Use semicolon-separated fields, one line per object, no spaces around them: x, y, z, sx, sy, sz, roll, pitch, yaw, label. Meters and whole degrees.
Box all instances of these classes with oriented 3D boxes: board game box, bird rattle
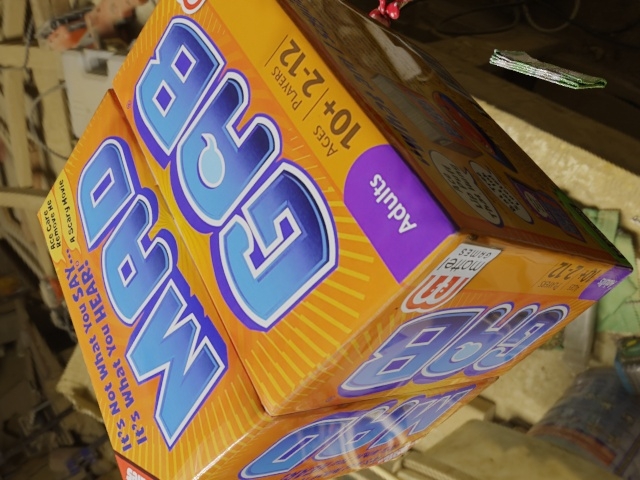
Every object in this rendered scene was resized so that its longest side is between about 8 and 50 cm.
0.000;0.000;0.601;0.356;0.356;0.356;-48;57;26;board game box
0.100;-0.421;1.271;0.207;0.143;0.253;149;130;-71;bird rattle

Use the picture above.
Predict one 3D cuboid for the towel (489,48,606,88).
0.355;-0.269;0.936;0.152;0.113;0.023;31;123;34;towel
